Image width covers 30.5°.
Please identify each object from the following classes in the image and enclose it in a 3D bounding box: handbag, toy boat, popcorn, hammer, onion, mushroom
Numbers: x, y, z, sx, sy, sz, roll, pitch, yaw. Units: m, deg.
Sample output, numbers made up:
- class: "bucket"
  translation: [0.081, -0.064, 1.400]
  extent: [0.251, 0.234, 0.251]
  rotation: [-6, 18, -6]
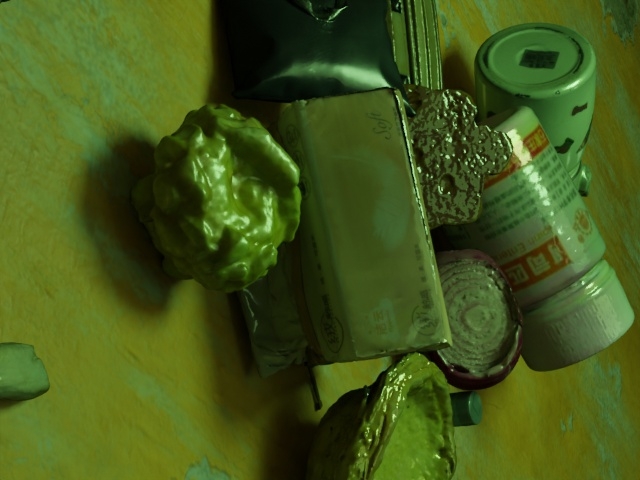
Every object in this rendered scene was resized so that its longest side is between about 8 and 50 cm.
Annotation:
- class: "handbag"
  translation: [-0.007, -0.258, 1.477]
  extent: [0.254, 0.089, 0.211]
  rotation: [2, 64, -27]
- class: "toy boat"
  translation: [0.109, -0.258, 1.736]
  extent: [0.162, 0.136, 0.446]
  rotation: [0, 82, -50]
- class: "popcorn"
  translation: [-0.114, -0.047, 1.249]
  extent: [0.197, 0.155, 0.198]
  rotation: [-10, 103, -46]
- class: "hammer"
  translation: [-0.015, 0.158, 1.496]
  extent: [0.029, 0.014, 0.123]
  rotation: [-28, 109, -49]
- class: "onion"
  translation: [0.217, 0.117, 1.765]
  extent: [0.207, 0.200, 0.200]
  rotation: [43, 30, 8]
- class: "mushroom"
  translation: [-0.290, 0.107, 0.976]
  extent: [0.202, 0.054, 0.059]
  rotation: [22, 60, -62]

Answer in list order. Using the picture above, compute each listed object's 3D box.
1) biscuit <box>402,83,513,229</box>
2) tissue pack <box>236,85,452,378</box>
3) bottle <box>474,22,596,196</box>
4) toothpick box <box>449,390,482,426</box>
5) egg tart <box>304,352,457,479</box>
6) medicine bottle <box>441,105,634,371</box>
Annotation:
- class: "biscuit"
  translation: [0.135, -0.117, 1.652]
  extent: [0.290, 0.041, 0.209]
  rotation: [-6, 92, -18]
- class: "tissue pack"
  translation: [0.000, 0.000, 1.388]
  extent: [0.238, 0.238, 0.306]
  rotation: [-6, 83, -61]
- class: "bottle"
  translation: [0.375, -0.194, 2.102]
  extent: [0.352, 0.229, 0.229]
  rotation: [79, 21, -46]
- class: "toothpick box"
  translation: [0.196, 0.256, 1.769]
  extent: [0.052, 0.083, 0.052]
  rotation: [29, 57, -56]
- class: "egg tart"
  translation: [0.065, 0.279, 1.447]
  extent: [0.294, 0.123, 0.294]
  rotation: [-23, 117, -56]
- class: "medicine bottle"
  translation: [0.328, -0.001, 1.879]
  extent: [0.388, 0.219, 0.219]
  rotation: [60, 32, -9]
